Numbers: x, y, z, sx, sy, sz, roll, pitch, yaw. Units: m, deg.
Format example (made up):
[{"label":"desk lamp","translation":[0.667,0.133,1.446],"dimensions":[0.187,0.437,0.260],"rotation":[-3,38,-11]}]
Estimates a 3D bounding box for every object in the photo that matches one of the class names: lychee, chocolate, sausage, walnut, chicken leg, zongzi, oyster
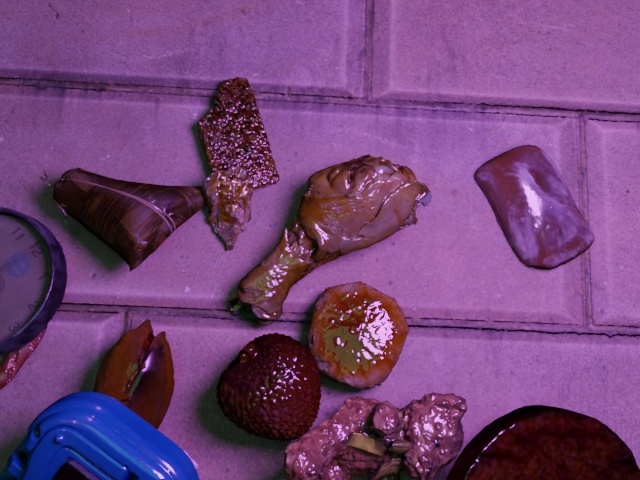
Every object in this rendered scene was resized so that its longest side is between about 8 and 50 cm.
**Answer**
[{"label":"lychee","translation":[-0.082,0.257,1.336],"dimensions":[0.194,0.194,0.194],"rotation":[1,78,-3]},{"label":"chocolate","translation":[0.428,-0.072,1.486],"dimensions":[0.157,0.080,0.254],"rotation":[-25,81,-8]},{"label":"sausage","translation":[-0.555,0.209,1.388],"dimensions":[0.042,0.036,0.158],"rotation":[31,77,15]},{"label":"walnut","translation":[-0.331,0.261,1.344],"dimensions":[0.137,0.137,0.245],"rotation":[10,84,-1]},{"label":"chicken leg","translation":[0.000,0.000,1.417],"dimensions":[0.429,0.153,0.201],"rotation":[-43,92,-3]},{"label":"zongzi","translation":[-0.358,-0.092,1.447],"dimensions":[0.248,0.111,0.241],"rotation":[35,51,14]},{"label":"oyster","translation":[-0.179,-0.071,1.449],"dimensions":[0.121,0.045,0.146],"rotation":[35,102,-14]}]

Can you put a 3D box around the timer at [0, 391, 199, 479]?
[{"label":"timer","translation":[-0.383,0.440,1.256],"dimensions":[0.309,0.115,0.340],"rotation":[36,104,3]}]

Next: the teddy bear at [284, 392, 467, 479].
[{"label":"teddy bear","translation":[0.101,0.382,1.305],"dimensions":[0.222,0.246,0.296],"rotation":[13,35,29]}]

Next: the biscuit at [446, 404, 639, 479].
[{"label":"biscuit","translation":[0.387,0.492,1.329],"dimensions":[0.407,0.091,0.407],"rotation":[1,87,-17]}]

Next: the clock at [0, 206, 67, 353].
[{"label":"clock","translation":[-0.606,0.070,1.385],"dimensions":[0.280,0.055,0.280],"rotation":[-1,72,3]}]

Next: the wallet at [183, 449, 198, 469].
[{"label":"wallet","translation":[-0.264,0.422,1.373],"dimensions":[0.083,0.011,0.044],"rotation":[-42,83,-10]}]

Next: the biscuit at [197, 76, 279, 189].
[{"label":"biscuit","translation":[-0.172,-0.208,1.496],"dimensions":[0.131,0.026,0.237],"rotation":[-15,80,-18]}]

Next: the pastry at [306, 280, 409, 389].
[{"label":"pastry","translation":[0.064,0.173,1.406],"dimensions":[0.182,0.093,0.192],"rotation":[23,78,4]}]
